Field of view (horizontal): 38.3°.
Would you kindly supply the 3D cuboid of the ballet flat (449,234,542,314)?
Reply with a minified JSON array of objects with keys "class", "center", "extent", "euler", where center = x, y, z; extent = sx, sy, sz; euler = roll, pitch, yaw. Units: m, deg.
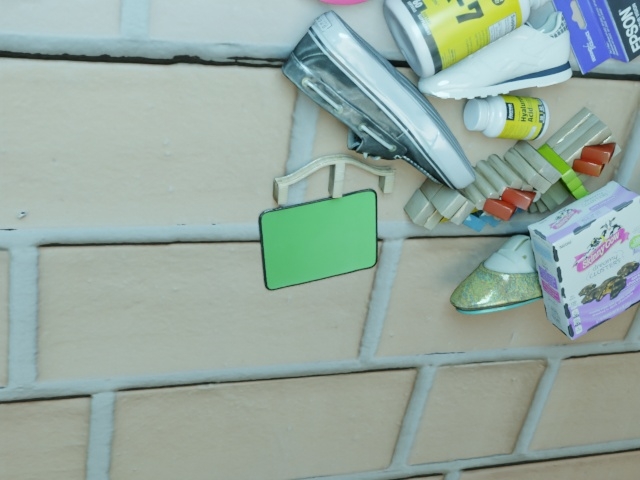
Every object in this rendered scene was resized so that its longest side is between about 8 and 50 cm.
[{"class":"ballet flat","center":[0.372,0.037,1.534],"extent":[0.348,0.123,0.123],"euler":[-9,126,-16]}]

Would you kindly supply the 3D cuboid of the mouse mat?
[{"class":"mouse mat","center":[0.000,0.000,1.421],"extent":[0.189,0.007,0.153],"euler":[-13,127,-14]}]

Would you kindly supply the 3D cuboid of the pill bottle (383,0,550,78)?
[{"class":"pill bottle","center":[0.198,-0.312,1.208],"extent":[0.208,0.119,0.119],"euler":[-30,129,0]}]

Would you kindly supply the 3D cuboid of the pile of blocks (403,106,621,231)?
[{"class":"pile of blocks","center":[0.318,-0.071,1.428],"extent":[0.362,0.113,0.149],"euler":[-22,128,-5]}]

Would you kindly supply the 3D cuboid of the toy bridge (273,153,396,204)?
[{"class":"toy bridge","center":[0.024,-0.094,1.352],"extent":[0.188,0.026,0.063],"euler":[-7,124,-17]}]

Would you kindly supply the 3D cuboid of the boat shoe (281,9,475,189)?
[{"class":"boat shoe","center":[0.081,-0.171,1.278],"extent":[0.119,0.121,0.335],"euler":[-40,117,18]}]

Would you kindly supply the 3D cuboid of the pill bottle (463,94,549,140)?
[{"class":"pill bottle","center":[0.273,-0.183,1.362],"extent":[0.116,0.065,0.065],"euler":[0,123,-22]}]

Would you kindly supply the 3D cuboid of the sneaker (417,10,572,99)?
[{"class":"sneaker","center":[0.243,-0.257,1.298],"extent":[0.235,0.090,0.095],"euler":[-16,115,-15]}]

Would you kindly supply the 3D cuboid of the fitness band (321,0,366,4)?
[{"class":"fitness band","center":[0.051,-0.429,1.116],"extent":[0.209,0.054,0.291],"euler":[14,118,-32]}]

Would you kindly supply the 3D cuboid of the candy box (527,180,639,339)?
[{"class":"candy box","center":[0.425,0.032,1.437],"extent":[0.164,0.070,0.196],"euler":[-27,123,-10]}]

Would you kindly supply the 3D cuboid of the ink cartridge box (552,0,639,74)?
[{"class":"ink cartridge box","center":[0.440,-0.361,1.317],"extent":[0.208,0.045,0.206],"euler":[-35,129,6]}]
